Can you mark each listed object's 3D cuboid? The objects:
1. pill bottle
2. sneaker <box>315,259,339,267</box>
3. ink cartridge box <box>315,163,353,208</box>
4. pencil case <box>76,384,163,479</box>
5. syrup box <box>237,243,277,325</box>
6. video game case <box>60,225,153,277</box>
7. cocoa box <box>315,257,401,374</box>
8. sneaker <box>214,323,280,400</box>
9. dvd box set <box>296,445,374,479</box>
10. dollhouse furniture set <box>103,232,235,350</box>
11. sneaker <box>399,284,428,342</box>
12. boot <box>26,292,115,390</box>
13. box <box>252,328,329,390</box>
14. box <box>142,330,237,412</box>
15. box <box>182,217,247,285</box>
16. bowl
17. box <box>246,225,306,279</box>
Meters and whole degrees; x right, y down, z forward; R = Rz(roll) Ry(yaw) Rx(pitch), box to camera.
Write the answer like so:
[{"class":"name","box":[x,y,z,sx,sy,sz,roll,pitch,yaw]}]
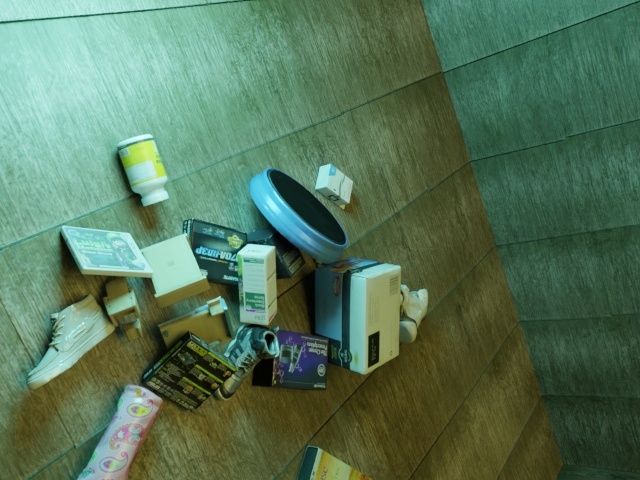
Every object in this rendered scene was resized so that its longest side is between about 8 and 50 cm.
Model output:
[{"class":"pill bottle","box":[-0.488,-0.194,1.642,0.103,0.103,0.184,-28,104,-48]},{"class":"sneaker","box":[0.000,0.000,2.162,0.236,0.104,0.095,54,48,-25]},{"class":"ink cartridge box","box":[0.067,-0.208,2.312,0.180,0.060,0.104,33,59,-40]},{"class":"pencil case","box":[-0.503,0.509,1.476,0.124,0.124,0.284,45,52,-33]},{"class":"syrup box","box":[-0.196,0.138,1.842,0.096,0.093,0.237,-52,145,-67]},{"class":"video game case","box":[-0.544,0.029,1.508,0.190,0.173,0.022,8,121,-48]},{"class":"cocoa box","box":[0.132,0.259,2.113,0.231,0.227,0.348,-14,108,-49]},{"class":"sneaker","box":[-0.219,0.363,1.798,0.101,0.153,0.269,49,50,-31]},{"class":"dvd box set","box":[0.056,0.943,2.066,0.420,0.062,0.308,44,52,-35]},{"class":"dollhouse furniture set","box":[-0.422,0.187,1.656,0.286,0.198,0.304,-21,134,-14]},{"class":"sneaker","box":[0.337,0.233,2.482,0.210,0.137,0.366,-48,123,-43]},{"class":"boot","box":[-0.624,0.235,1.422,0.123,0.095,0.258,60,36,-13]},{"class":"box","box":[-0.094,0.403,1.976,0.261,0.103,0.185,19,71,-46]},{"class":"box","box":[-0.361,0.367,1.639,0.184,0.045,0.190,-46,124,1]},{"class":"box","box":[-0.327,0.040,1.818,0.220,0.051,0.175,17,71,-46]},{"class":"bowl","box":[-0.065,-0.089,1.951,0.391,0.077,0.391,40,16,-14]},{"class":"box","box":[-0.158,0.042,1.932,0.093,0.155,0.158,-45,115,-43]}]
